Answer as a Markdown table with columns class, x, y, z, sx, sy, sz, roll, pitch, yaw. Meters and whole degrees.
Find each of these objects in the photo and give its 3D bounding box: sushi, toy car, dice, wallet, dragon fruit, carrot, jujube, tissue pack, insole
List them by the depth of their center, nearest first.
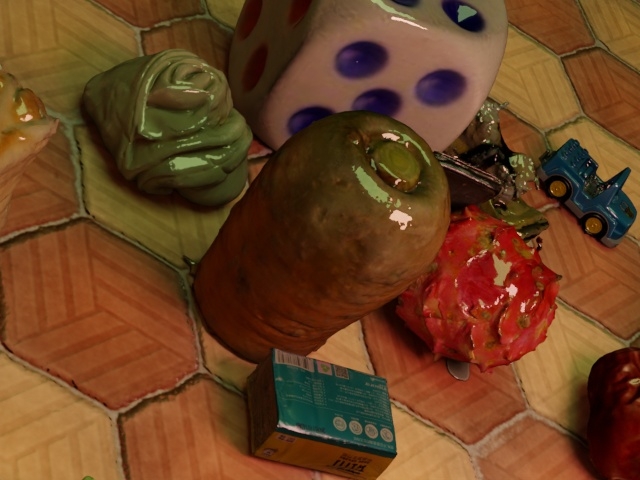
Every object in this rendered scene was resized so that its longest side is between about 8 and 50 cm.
| class | x | y | z | sx | sy | sz | roll | pitch | yaw |
| --- | --- | --- | --- | --- | --- | --- | --- | --- | --- |
| tissue pack | 0.000 | 0.210 | 1.746 | 0.169 | 0.082 | 0.120 | 17 | 45 | -27 |
| carrot | 0.000 | 0.000 | 1.750 | 0.224 | 0.340 | 0.224 | 21 | 46 | -24 |
| dragon fruit | 0.188 | 0.052 | 1.964 | 0.205 | 0.210 | 0.268 | -40 | 81 | -21 |
| wallet | 0.144 | -0.062 | 2.020 | 0.122 | 0.232 | 0.031 | 25 | 66 | -18 |
| jujube | 0.438 | 0.242 | 2.026 | 0.155 | 0.155 | 0.230 | 26 | 34 | -18 |
| insole | 0.188 | 0.133 | 2.039 | 0.053 | 0.002 | 0.152 | 26 | 40 | -18 |
| dice | 0.065 | -0.281 | 2.098 | 0.304 | 0.304 | 0.277 | 18 | 44 | -25 |
| sushi | 0.260 | -0.125 | 2.240 | 0.139 | 0.131 | 0.291 | -11 | 68 | -40 |
| toy car | 0.442 | -0.088 | 2.383 | 0.191 | 0.100 | 0.097 | 47 | 35 | 1 |

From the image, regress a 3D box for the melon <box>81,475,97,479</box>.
| class | x | y | z | sx | sy | sz | roll | pitch | yaw |
| --- | --- | --- | --- | --- | --- | --- | --- | --- | --- |
| melon | -0.121 | 0.358 | 1.477 | 0.323 | 0.124 | 0.196 | 35 | 37 | 3 |

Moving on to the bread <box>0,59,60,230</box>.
| class | x | y | z | sx | sy | sz | roll | pitch | yaw |
| --- | --- | --- | --- | --- | --- | --- | --- | --- | --- |
| bread | -0.525 | -0.101 | 1.471 | 0.371 | 0.279 | 0.390 | 45 | 36 | 2 |

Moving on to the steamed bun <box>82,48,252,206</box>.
| class | x | y | z | sx | sy | sz | roll | pitch | yaw |
| --- | --- | --- | --- | --- | --- | --- | --- | --- | --- |
| steamed bun | -0.177 | -0.162 | 1.913 | 0.211 | 0.144 | 0.218 | 2 | 53 | -39 |
